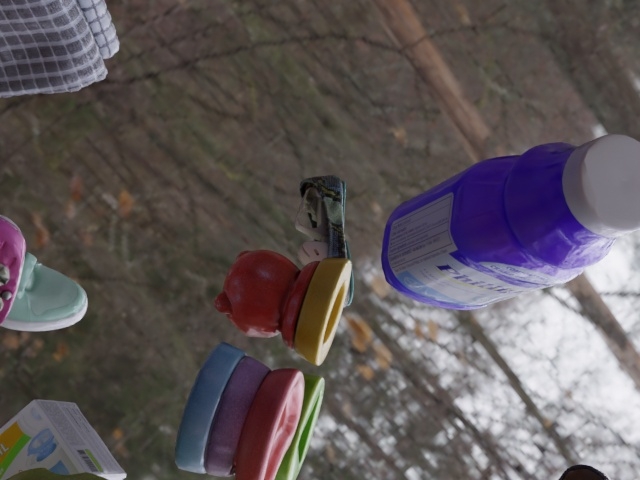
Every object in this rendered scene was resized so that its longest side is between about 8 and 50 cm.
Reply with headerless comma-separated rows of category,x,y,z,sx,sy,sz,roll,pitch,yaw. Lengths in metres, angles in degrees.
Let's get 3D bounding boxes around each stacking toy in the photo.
stacking toy,-0.082,0.175,1.235,0.309,0.130,0.280,-62,166,-53

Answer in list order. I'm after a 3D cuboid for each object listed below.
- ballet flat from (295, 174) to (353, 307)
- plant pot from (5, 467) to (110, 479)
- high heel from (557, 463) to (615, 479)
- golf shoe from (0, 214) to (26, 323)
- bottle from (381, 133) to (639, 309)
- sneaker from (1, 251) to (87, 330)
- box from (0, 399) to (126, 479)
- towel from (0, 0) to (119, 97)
ballet flat,0.000,0.000,1.396,0.070,0.070,0.188,-28,-134,27
plant pot,-0.263,0.368,1.090,0.276,0.276,0.254,-27,-149,31
high heel,0.153,0.157,0.661,0.093,0.261,0.186,-11,-135,7
golf shoe,-0.380,0.059,1.134,0.306,0.115,0.140,-44,-156,30
bottle,0.147,-0.011,0.874,0.283,0.118,0.092,153,-51,-66
sneaker,-0.392,0.020,1.417,0.151,0.256,0.094,-52,-154,40
box,-0.342,0.285,1.292,0.203,0.114,0.103,-41,163,4
towel,-0.395,-0.273,1.289,0.283,0.235,0.121,-3,-135,17
